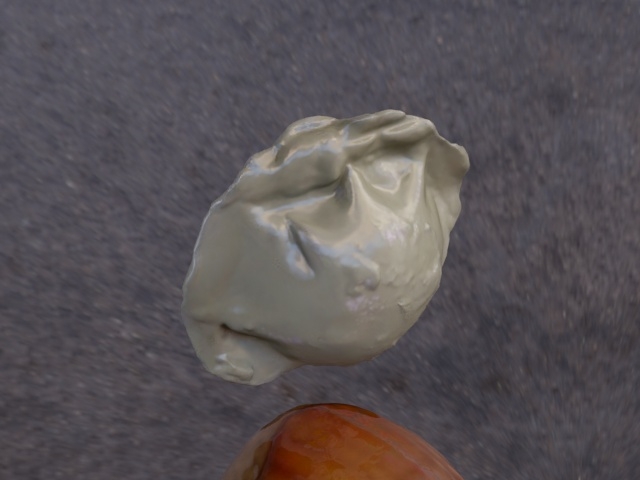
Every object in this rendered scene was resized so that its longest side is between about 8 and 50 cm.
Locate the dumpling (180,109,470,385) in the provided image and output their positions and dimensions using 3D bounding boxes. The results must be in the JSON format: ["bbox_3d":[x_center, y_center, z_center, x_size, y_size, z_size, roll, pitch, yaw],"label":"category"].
[{"bbox_3d":[0.000,0.000,1.282,0.258,0.193,0.147,-44,44,-1],"label":"dumpling"}]

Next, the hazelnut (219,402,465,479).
[{"bbox_3d":[0.016,0.205,1.014,0.176,0.214,0.214,-33,74,-33],"label":"hazelnut"}]
